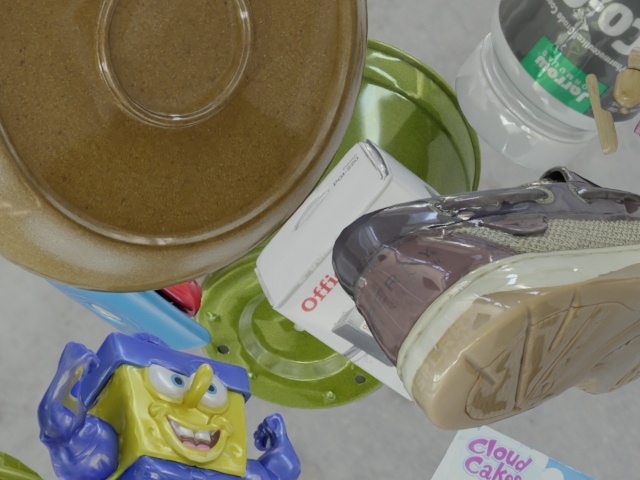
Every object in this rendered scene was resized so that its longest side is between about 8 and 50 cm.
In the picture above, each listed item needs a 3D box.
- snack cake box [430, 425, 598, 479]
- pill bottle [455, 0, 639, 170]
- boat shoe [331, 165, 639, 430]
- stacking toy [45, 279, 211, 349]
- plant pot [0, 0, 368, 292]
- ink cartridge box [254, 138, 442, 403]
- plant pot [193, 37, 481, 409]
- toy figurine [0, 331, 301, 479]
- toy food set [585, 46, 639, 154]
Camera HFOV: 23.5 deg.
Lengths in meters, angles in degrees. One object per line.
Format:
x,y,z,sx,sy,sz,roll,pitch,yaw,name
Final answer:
0.196,0.248,1.430,0.152,0.264,0.089,27,84,17,snack cake box
0.315,-0.249,1.676,0.361,0.204,0.204,-51,31,41,pill bottle
0.109,0.013,0.685,0.092,0.285,0.103,49,120,22,boat shoe
-0.150,-0.054,1.598,0.175,0.166,0.302,14,70,45,stacking toy
-0.068,-0.089,0.671,0.236,0.236,0.032,-51,34,-15,plant pot
0.075,0.038,1.362,0.158,0.218,0.092,-49,25,11,ink cartridge box
0.000,0.000,1.819,0.366,0.366,0.353,-15,33,19,plant pot
-0.134,0.149,0.986,0.191,0.362,0.217,-50,36,34,toy figurine
0.244,-0.100,1.043,0.122,0.078,0.019,-14,5,4,toy food set
